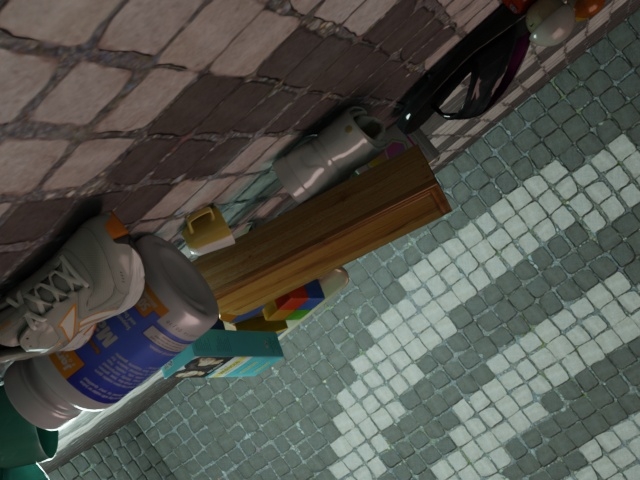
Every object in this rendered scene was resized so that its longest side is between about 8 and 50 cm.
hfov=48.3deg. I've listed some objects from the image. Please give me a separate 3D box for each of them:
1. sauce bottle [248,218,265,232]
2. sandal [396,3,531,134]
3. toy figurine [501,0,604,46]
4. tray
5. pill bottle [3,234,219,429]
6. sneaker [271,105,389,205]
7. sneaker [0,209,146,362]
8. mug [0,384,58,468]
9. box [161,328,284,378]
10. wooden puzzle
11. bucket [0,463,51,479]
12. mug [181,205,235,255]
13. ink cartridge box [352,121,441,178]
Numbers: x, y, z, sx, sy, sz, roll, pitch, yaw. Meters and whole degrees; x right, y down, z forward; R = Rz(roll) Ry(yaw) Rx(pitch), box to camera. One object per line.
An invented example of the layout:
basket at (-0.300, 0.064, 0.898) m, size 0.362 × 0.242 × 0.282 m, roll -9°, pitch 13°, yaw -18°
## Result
sauce bottle at (-0.117, -0.014, 1.357) m, size 0.042 × 0.042 × 0.128 m, roll -37°, pitch 171°, yaw -10°
sandal at (0.302, -0.310, 1.231) m, size 0.446 × 0.107 × 0.168 m, roll -42°, pitch 173°, yaw 35°
toy figurine at (0.323, -0.351, 0.857) m, size 0.210 × 0.148 × 0.213 m, roll -31°, pitch 171°, yaw -46°
tray at (0.000, 0.000, 1.137) m, size 0.411 × 0.076 × 0.203 m, roll -28°, pitch 165°, yaw 10°
pill bottle at (-0.283, 0.130, 0.954) m, size 0.272 × 0.152 × 0.152 m, roll -39°, pitch 174°, yaw 8°
sneaker at (0.043, -0.123, 1.147) m, size 0.169 × 0.108 × 0.292 m, roll -35°, pitch 173°, yaw 9°
sneaker at (-0.285, 0.067, 0.767) m, size 0.121 × 0.099 × 0.262 m, roll -24°, pitch 165°, yaw -48°
mug at (-0.476, 0.286, 1.121) m, size 0.098 × 0.129 × 0.158 m, roll -11°, pitch 178°, yaw -8°
box at (-0.194, 0.227, 1.426) m, size 0.101 × 0.060 × 0.244 m, roll -37°, pitch 151°, yaw 30°
wooden puzzle at (-0.154, 0.150, 1.456) m, size 0.348 × 0.080 × 0.322 m, roll 8°, pitch 143°, yaw -39°
bucket at (-0.598, 0.420, 1.170) m, size 0.281 × 0.183 × 0.281 m, roll -37°, pitch 174°, yaw -4°
mug at (-0.169, -0.015, 1.038) m, size 0.064 × 0.078 × 0.062 m, roll -28°, pitch -154°, yaw -10°
ink cartridge box at (0.128, -0.146, 1.446) m, size 0.209 × 0.109 × 0.062 m, roll -38°, pitch 174°, yaw 4°
